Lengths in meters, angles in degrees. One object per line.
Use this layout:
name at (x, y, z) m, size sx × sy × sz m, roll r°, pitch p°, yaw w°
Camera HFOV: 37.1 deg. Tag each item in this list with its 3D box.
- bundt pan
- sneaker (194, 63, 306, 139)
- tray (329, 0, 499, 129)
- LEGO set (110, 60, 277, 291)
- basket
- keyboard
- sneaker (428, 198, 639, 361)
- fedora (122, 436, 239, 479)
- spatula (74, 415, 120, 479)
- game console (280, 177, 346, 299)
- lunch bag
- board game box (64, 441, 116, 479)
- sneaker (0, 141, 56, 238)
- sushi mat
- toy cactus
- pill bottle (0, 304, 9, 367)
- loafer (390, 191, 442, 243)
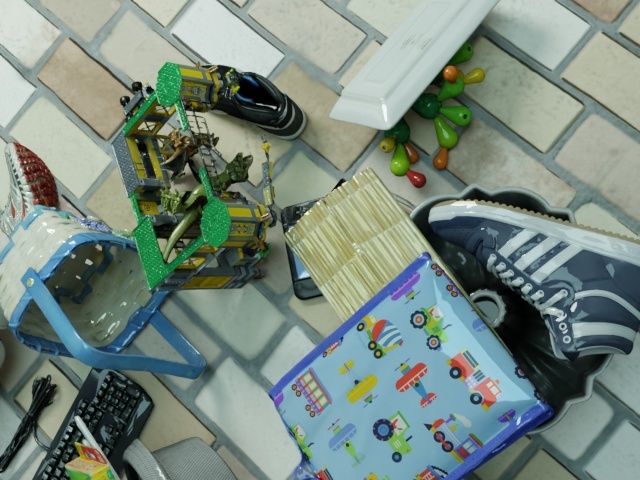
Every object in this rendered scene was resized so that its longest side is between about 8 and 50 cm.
bundt pan at (0.223, 0.098, 1.251) m, size 0.330 × 0.124 × 0.331 m, roll -3°, pitch 79°, yaw 17°
sneaker at (-0.128, -0.229, 1.422) m, size 0.216 × 0.121 × 0.079 m, roll 25°, pitch 85°, yaw 19°
tray at (0.128, -0.267, 1.332) m, size 0.270 × 0.030 × 0.145 m, roll -50°, pitch 36°, yaw -13°
LEGO set at (-0.144, -0.080, 1.346) m, size 0.255 × 0.192 × 0.331 m, roll -47°, pitch 57°, yaw 35°
basket at (-0.315, 0.087, 1.345) m, size 0.201 × 0.254 × 0.289 m, roll -49°, pitch 61°, yaw 10°
keyboard at (-0.399, 0.327, 1.438) m, size 0.201 × 0.033 × 0.317 m, roll 26°, pitch 86°, yaw 20°
sneaker at (0.251, 0.051, 1.135) m, size 0.282 × 0.099 × 0.153 m, roll 15°, pitch 81°, yaw 16°
fedora at (-0.161, 0.378, 1.286) m, size 0.124 × 0.243 × 0.276 m, roll -23°, pitch 88°, yaw -23°
spatula at (-0.275, 0.365, 1.312) m, size 0.019 × 0.168 × 0.242 m, roll -30°, pitch 63°, yaw -25°
game console at (0.000, 0.000, 1.357) m, size 0.124 × 0.085 × 0.144 m, roll -14°, pitch 75°, yaw 13°
lunch bag at (0.085, 0.196, 1.112) m, size 0.293 × 0.138 × 0.221 m, roll -38°, pitch 70°, yaw 5°
board game box at (-0.276, 0.399, 1.297) m, size 0.039 × 0.124 × 0.260 m, roll -23°, pitch 96°, yaw -31°
sneaker at (-0.472, -0.051, 1.506) m, size 0.092 × 0.088 × 0.225 m, roll -19°, pitch 74°, yaw 13°
sushi mat at (0.092, 0.067, 1.220) m, size 0.151 × 0.019 × 0.317 m, roll -37°, pitch 72°, yaw 6°
toy cactus at (0.129, -0.197, 1.360) m, size 0.180 × 0.112 × 0.219 m, roll 25°, pitch 95°, yaw 29°
pill bottle at (-0.601, 0.204, 1.440) m, size 0.188 × 0.188 × 0.334 m, roll 31°, pitch 88°, yaw 20°
loafer at (0.121, -0.036, 1.352) m, size 0.125 × 0.045 × 0.039 m, roll 28°, pitch 94°, yaw 17°
